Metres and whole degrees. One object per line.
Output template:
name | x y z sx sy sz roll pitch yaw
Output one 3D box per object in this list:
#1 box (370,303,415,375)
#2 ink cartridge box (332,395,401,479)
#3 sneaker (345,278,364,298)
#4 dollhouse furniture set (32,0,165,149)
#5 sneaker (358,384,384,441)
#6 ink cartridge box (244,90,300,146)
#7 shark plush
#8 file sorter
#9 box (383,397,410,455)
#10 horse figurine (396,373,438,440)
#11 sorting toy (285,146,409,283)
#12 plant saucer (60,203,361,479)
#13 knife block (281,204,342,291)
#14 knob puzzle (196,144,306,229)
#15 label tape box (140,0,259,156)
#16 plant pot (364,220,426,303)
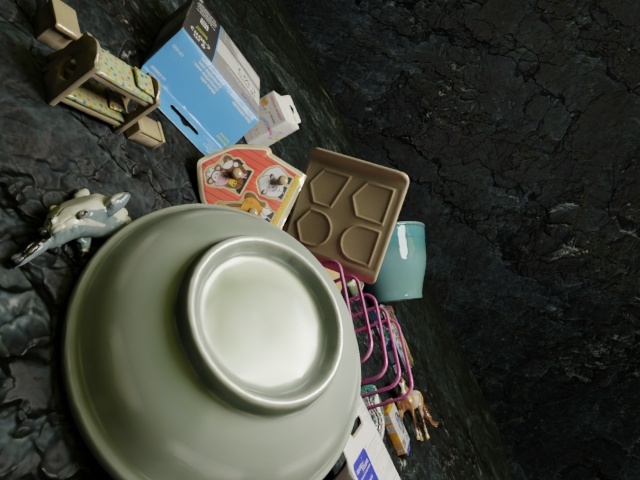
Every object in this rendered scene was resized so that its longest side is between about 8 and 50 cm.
box | 0.253 0.338 1.455 0.159 0.044 0.233 16 51 -66
ink cartridge box | 0.102 0.450 0.665 0.371 0.069 0.175 66 16 12
sneaker | 0.102 0.116 1.321 0.192 0.064 0.086 -75 144 -63
dollhouse furniture set | -0.302 -0.257 0.629 0.182 0.101 0.161 18 49 -65
sneaker | 0.129 0.425 0.980 0.076 0.064 0.166 59 20 -26
ink cartridge box | -0.134 -0.322 1.109 0.092 0.143 0.090 66 18 6
shark plush | -0.269 -0.010 0.476 0.161 0.073 0.067 -83 174 -66
file sorter | 0.041 0.202 0.834 0.291 0.182 0.202 47 25 -43
box | 0.204 0.508 1.126 0.136 0.028 0.081 68 18 5
horse figurine | 0.284 0.517 1.275 0.263 0.066 0.175 36 39 -51
sorting toy | 0.003 -0.066 0.855 0.041 0.307 0.229 -11 119 -71
plant saucer | -0.082 0.106 0.515 0.400 0.100 0.401 24 47 -28
knife block | -0.066 -0.011 0.965 0.242 0.088 0.276 22 52 -53
knob puzzle | -0.141 -0.101 0.784 0.213 0.213 0.030 64 -20 0
label tape box | -0.243 -0.350 0.910 0.241 0.105 0.334 47 24 -40
plant pot | 0.252 0.089 1.472 0.271 0.271 0.255 19 61 -65
